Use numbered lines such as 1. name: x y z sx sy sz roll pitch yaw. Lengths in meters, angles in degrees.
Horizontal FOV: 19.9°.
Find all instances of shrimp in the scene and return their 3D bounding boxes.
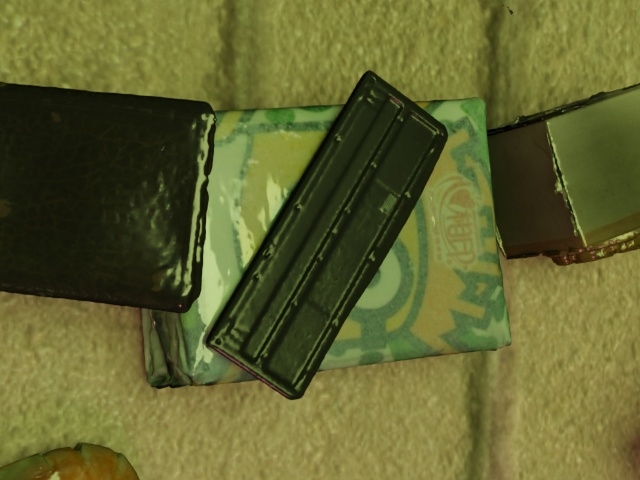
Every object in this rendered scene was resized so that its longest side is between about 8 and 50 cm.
1. shrimp: -0.245 0.236 1.497 0.217 0.051 0.115 -13 92 -25

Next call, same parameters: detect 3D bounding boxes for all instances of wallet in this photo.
1. wallet: -0.247 -0.041 1.459 0.321 0.044 0.170 6 84 3

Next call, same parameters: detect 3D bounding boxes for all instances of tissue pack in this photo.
1. tissue pack: 0.000 0.000 1.574 0.311 0.128 0.228 -4 87 -24

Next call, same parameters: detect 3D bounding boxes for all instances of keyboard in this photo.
1. keyboard: 0.036 -0.051 1.510 0.103 0.041 0.381 36 78 -16

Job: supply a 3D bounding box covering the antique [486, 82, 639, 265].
1. antique: 0.243 -0.058 1.666 0.152 0.147 0.148 -19 95 -23
